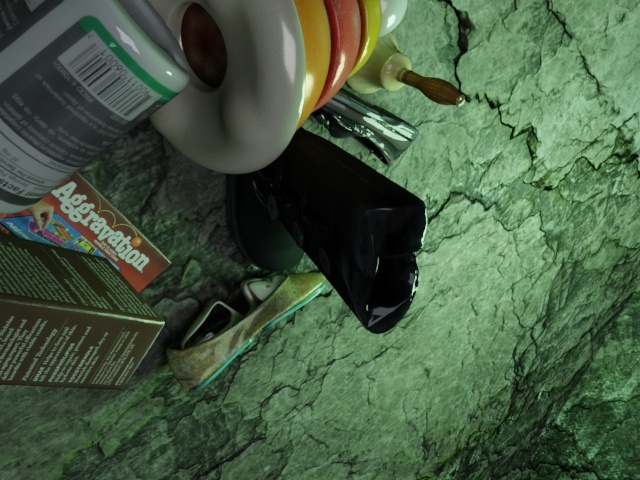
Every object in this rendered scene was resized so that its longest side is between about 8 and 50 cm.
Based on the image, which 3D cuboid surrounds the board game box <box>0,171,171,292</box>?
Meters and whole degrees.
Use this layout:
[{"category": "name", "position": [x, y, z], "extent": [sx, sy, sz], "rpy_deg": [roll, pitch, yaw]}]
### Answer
[{"category": "board game box", "position": [-0.377, 0.002, 1.130], "extent": [0.145, 0.027, 0.281], "rpy_deg": [-44, 135, -7]}]

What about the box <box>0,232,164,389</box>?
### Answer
[{"category": "box", "position": [-0.422, 0.090, 0.949], "extent": [0.143, 0.191, 0.381], "rpy_deg": [-56, 146, 7]}]

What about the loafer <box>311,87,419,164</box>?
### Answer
[{"category": "loafer", "position": [0.064, -0.209, 1.278], "extent": [0.303, 0.109, 0.095], "rpy_deg": [14, 112, -45]}]

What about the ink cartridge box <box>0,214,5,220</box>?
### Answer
[{"category": "ink cartridge box", "position": [-0.451, -0.110, 0.980], "extent": [0.135, 0.056, 0.099], "rpy_deg": [-49, 135, -1]}]

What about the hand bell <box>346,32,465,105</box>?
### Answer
[{"category": "hand bell", "position": [0.157, -0.276, 1.206], "extent": [0.126, 0.242, 0.126], "rpy_deg": [-20, 128, -27]}]

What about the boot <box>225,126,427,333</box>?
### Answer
[{"category": "boot", "position": [-0.001, -0.001, 1.118], "extent": [0.146, 0.445, 0.366], "rpy_deg": [-28, 131, -21]}]

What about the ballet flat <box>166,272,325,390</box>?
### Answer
[{"category": "ballet flat", "position": [-0.145, 0.142, 1.348], "extent": [0.349, 0.123, 0.123], "rpy_deg": [-38, 134, -14]}]

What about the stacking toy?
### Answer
[{"category": "stacking toy", "position": [-0.020, -0.326, 1.041], "extent": [0.480, 0.351, 0.350], "rpy_deg": [-29, 133, -40]}]

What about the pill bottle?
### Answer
[{"category": "pill bottle", "position": [-0.350, -0.160, 0.816], "extent": [0.361, 0.204, 0.204], "rpy_deg": [-34, 135, 9]}]
